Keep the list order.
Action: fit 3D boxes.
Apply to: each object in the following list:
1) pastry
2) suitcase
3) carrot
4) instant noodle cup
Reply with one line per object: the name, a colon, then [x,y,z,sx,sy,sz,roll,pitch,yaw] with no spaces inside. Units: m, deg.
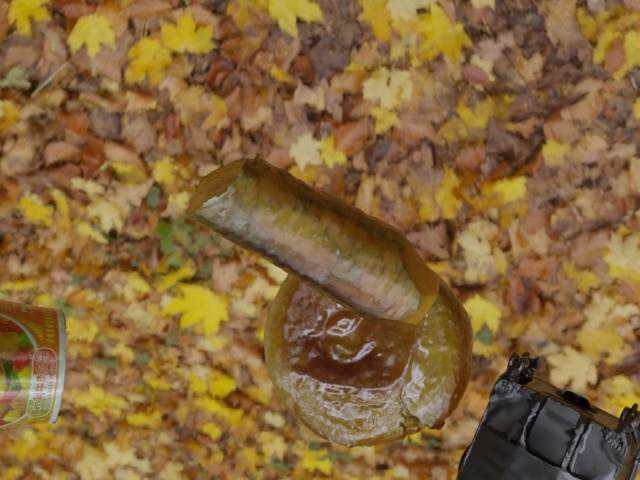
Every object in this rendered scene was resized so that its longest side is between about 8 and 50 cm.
pastry: [0.076,0.164,1.684,0.355,0.164,0.356,-2,81,15]
suitcase: [0.375,0.438,1.819,0.283,0.194,0.434,25,98,28]
carrot: [0.000,0.000,1.174,0.301,0.114,0.114,31,118,-22]
instant noodle cup: [-0.345,0.117,0.995,0.185,0.168,0.168,4,125,-24]
